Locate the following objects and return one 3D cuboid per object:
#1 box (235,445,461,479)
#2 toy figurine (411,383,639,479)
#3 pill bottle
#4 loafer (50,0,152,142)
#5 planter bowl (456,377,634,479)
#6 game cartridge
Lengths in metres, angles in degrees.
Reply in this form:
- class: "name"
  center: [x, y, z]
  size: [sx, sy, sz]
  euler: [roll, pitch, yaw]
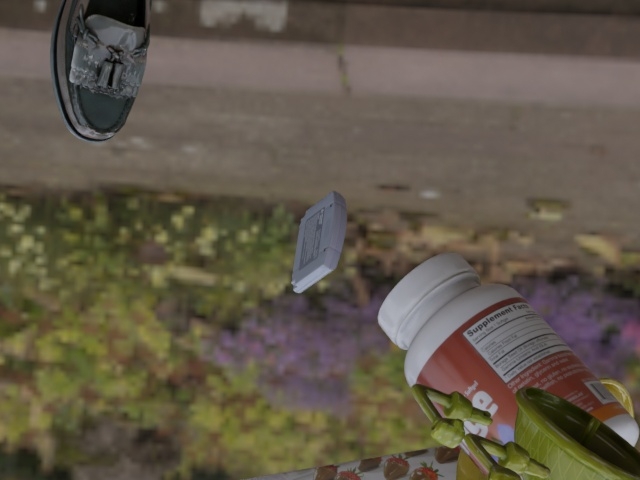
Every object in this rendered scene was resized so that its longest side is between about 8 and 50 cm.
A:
- class: "box"
  center: [-0.009, 0.268, 1.653]
  size: [0.324, 0.063, 0.067]
  euler: [-8, 151, -7]
- class: "toy figurine"
  center: [0.176, 0.263, 1.029]
  size: [0.191, 0.217, 0.362]
  euler: [4, -159, -33]
- class: "pill bottle"
  center: [0.147, 0.115, 1.337]
  size: [0.216, 0.121, 0.121]
  euler: [49, -160, 26]
- class: "loafer"
  center: [-0.217, -0.237, 1.689]
  size: [0.096, 0.268, 0.084]
  euler: [10, 170, -29]
- class: "planter bowl"
  center: [0.189, 0.208, 1.505]
  size: [0.090, 0.217, 0.217]
  euler: [27, -168, 37]
- class: "game cartridge"
  center: [0.000, 0.000, 1.395]
  size: [0.017, 0.083, 0.056]
  euler: [27, 139, -22]
